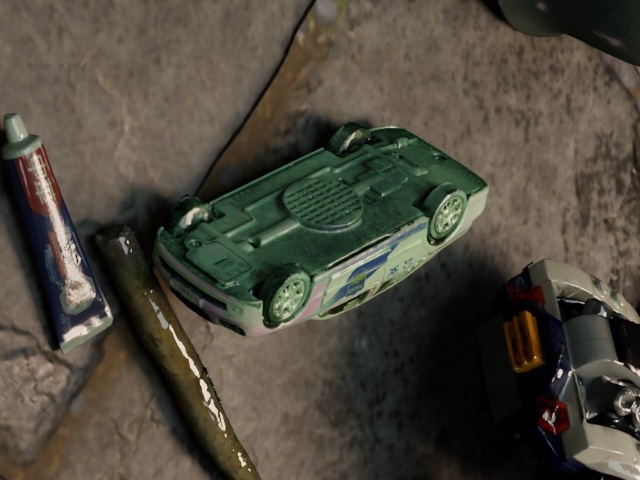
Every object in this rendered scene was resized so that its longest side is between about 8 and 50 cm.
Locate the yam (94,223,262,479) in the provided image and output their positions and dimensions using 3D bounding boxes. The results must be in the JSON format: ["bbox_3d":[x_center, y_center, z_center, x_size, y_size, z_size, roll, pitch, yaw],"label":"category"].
[{"bbox_3d":[-0.070,0.088,1.123,0.027,0.029,0.234,-87,154,-59],"label":"yam"}]

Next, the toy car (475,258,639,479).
[{"bbox_3d":[0.217,0.131,1.279,0.301,0.118,0.193,35,34,-38],"label":"toy car"}]

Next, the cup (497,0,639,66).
[{"bbox_3d":[0.231,-0.179,1.239,0.199,0.150,0.199,-32,146,-25],"label":"cup"}]

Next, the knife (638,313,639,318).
[{"bbox_3d":[0.241,0.056,1.424,0.023,0.010,0.170,48,65,-36],"label":"knife"}]

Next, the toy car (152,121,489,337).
[{"bbox_3d":[0.000,0.000,1.139,0.224,0.090,0.076,-27,141,-40],"label":"toy car"}]

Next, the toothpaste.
[{"bbox_3d":[-0.145,-0.005,1.048,0.037,0.021,0.140,-32,118,-31],"label":"toothpaste"}]
